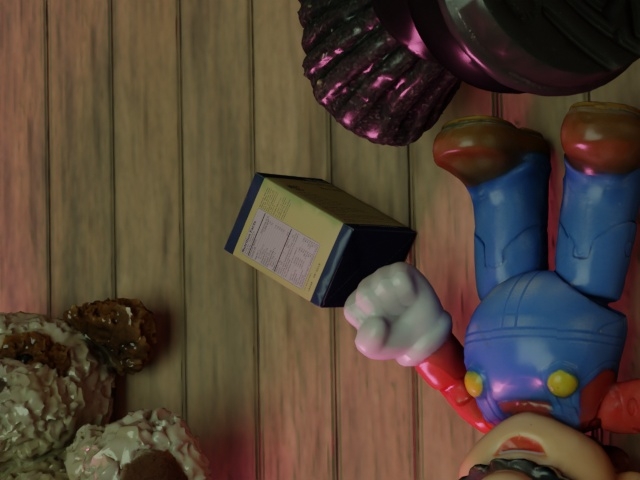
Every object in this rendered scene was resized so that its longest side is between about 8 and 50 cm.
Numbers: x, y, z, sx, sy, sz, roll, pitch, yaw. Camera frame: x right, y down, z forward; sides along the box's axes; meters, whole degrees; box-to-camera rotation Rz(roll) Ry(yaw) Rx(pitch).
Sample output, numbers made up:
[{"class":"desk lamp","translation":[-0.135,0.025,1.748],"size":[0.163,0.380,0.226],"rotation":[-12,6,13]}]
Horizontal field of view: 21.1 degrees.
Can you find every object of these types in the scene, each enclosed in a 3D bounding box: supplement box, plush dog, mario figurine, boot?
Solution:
[{"class":"supplement box","translation":[0.000,0.000,1.106],"size":[0.083,0.083,0.056],"rotation":[30,104,29]},{"class":"plush dog","translation":[-0.201,0.152,1.201],"size":[0.262,0.210,0.225],"rotation":[-16,63,3]},{"class":"mario figurine","translation":[0.122,0.081,0.971],"size":[0.198,0.170,0.320],"rotation":[156,116,-65]},{"class":"boot","translation":[0.071,-0.132,0.923],"size":[0.131,0.348,0.260],"rotation":[45,129,-11]}]
